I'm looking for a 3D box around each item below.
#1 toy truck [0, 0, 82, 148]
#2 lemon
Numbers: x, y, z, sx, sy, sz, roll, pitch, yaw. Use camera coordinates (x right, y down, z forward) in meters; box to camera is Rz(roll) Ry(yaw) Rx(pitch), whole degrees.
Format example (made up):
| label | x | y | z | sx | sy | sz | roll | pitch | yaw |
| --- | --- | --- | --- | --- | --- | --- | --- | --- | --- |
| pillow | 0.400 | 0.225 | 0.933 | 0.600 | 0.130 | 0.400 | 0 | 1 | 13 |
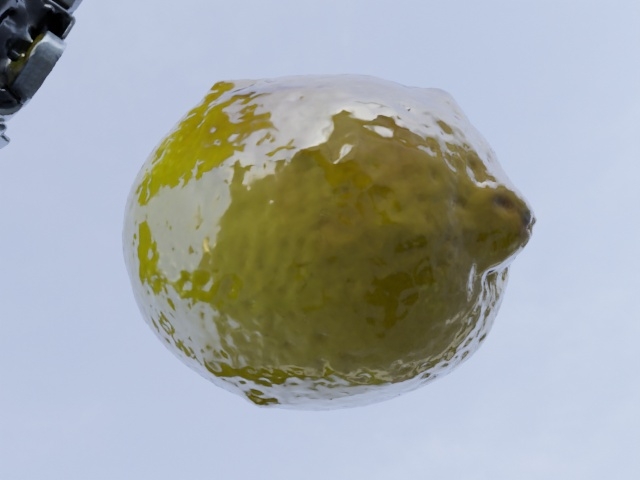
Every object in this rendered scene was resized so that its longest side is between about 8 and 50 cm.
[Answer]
| label | x | y | z | sx | sy | sz | roll | pitch | yaw |
| --- | --- | --- | --- | --- | --- | --- | --- | --- | --- |
| toy truck | -0.236 | -0.240 | 0.623 | 0.146 | 0.175 | 0.367 | 34 | -125 | -24 |
| lemon | 0.000 | 0.000 | 0.530 | 0.233 | 0.288 | 0.233 | 21 | -114 | -61 |
